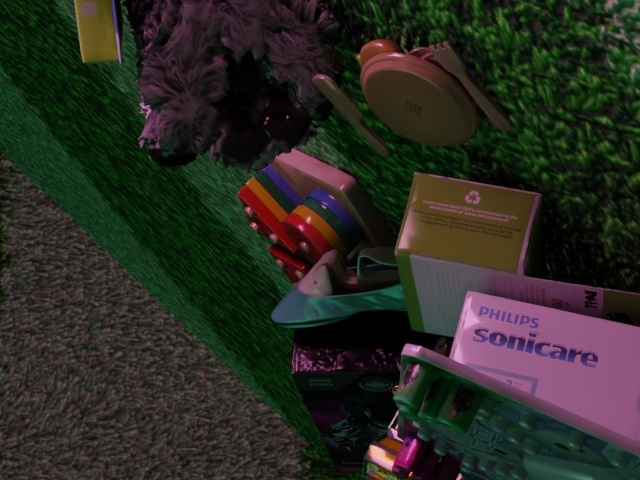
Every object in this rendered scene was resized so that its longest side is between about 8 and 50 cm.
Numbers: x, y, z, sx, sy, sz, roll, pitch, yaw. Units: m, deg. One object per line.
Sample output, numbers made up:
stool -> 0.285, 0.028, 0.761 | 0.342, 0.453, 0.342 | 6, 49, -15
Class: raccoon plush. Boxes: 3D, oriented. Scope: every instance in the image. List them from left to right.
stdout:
raccoon plush -> -0.115, -0.270, 1.753 | 0.299, 0.216, 0.446 | -129, 32, -67

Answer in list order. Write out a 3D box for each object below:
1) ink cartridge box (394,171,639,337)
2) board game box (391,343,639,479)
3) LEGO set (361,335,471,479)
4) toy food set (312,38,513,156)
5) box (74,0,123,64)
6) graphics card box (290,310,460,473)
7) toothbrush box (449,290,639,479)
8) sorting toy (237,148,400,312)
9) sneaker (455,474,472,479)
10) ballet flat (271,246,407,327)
ink cartridge box -> 0.215, 0.034, 1.697 | 0.255, 0.097, 0.189 | 9, 155, 13
board game box -> 0.241, 0.235, 1.521 | 0.390, 0.050, 0.390 | 24, 165, 9
LEGO set -> 0.215, 0.265, 1.997 | 0.192, 0.255, 0.331 | 22, 158, 33
toy food set -> 0.094, -0.142, 1.612 | 0.192, 0.038, 0.132 | -7, 133, 49
box -> -0.218, -0.243, 1.663 | 0.178, 0.042, 0.109 | -106, 10, -68
graphics card box -> 0.106, 0.210, 2.261 | 0.232, 0.094, 0.371 | 0, 151, 10
toothbrush box -> 0.245, 0.171, 1.694 | 0.216, 0.126, 0.295 | 13, 161, 13
sorting toy -> 0.000, 0.000, 2.218 | 0.257, 0.089, 0.255 | 29, 158, 52
sneaker -> 0.256, 0.382, 2.547 | 0.293, 0.102, 0.146 | 30, 161, 48
ballet flat -> 0.046, 0.048, 2.061 | 0.247, 0.083, 0.087 | -8, 118, 23
